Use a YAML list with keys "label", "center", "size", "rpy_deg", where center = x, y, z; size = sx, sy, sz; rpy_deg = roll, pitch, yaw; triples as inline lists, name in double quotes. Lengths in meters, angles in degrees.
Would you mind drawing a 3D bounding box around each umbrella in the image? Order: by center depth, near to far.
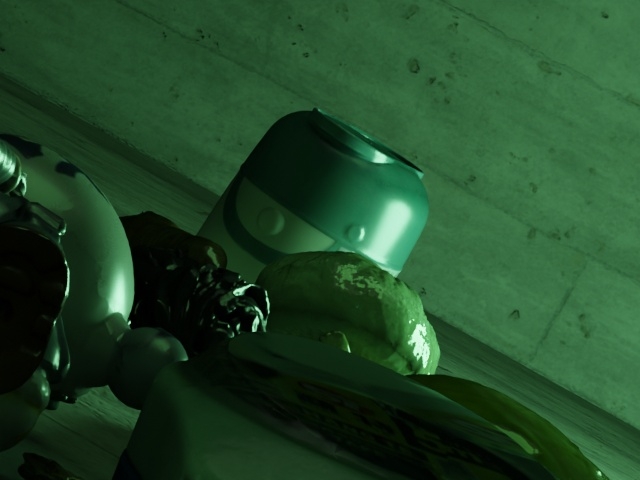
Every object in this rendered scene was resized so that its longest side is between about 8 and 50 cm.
- label: "umbrella"
  center: [-0.145, 0.057, 1.745]
  size: [0.118, 0.118, 0.340]
  rpy_deg: [26, -4, -25]

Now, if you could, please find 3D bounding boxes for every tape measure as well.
- label: "tape measure"
  center: [0.019, 0.157, 1.020]
  size: [0.259, 0.138, 0.262]
  rpy_deg: [22, 11, -18]

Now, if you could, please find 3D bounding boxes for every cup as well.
- label: "cup"
  center: [0.000, 0.000, 2.232]
  size: [0.219, 0.258, 0.289]
  rpy_deg: [36, 7, 24]

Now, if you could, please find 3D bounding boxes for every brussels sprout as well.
- label: "brussels sprout"
  center: [0.106, 0.176, 1.316]
  size: [0.223, 0.161, 0.223]
  rpy_deg: [12, -14, 3]

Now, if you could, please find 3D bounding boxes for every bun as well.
- label: "bun"
  center: [0.026, 0.083, 1.857]
  size: [0.195, 0.118, 0.195]
  rpy_deg: [14, -35, 10]

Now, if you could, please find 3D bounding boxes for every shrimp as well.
- label: "shrimp"
  center: [-0.141, 0.150, 1.105]
  size: [0.108, 0.023, 0.059]
  rpy_deg: [30, 13, 29]

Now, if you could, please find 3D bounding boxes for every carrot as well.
- label: "carrot"
  center: [-0.153, 0.010, 1.941]
  size: [0.070, 0.070, 0.342]
  rpy_deg: [27, -7, -22]

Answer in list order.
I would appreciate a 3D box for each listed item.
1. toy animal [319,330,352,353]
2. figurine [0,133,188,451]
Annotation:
- label: "toy animal"
  center: [0.042, 0.160, 1.784]
  size: [0.218, 0.103, 0.101]
  rpy_deg: [25, -14, -10]
- label: "figurine"
  center: [-0.196, 0.033, 1.101]
  size: [0.261, 0.186, 0.382]
  rpy_deg: [33, -1, -7]
